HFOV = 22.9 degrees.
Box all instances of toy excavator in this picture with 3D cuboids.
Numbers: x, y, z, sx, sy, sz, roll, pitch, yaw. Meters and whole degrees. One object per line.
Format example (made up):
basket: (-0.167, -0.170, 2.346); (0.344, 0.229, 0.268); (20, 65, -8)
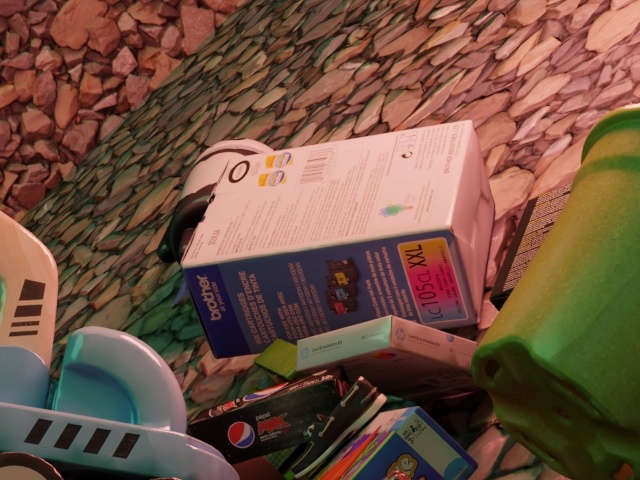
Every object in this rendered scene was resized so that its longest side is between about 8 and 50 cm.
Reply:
toy excavator: (-0.284, 0.143, 1.597); (0.222, 0.433, 0.445); (111, 169, -59)

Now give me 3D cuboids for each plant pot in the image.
plant pot: (0.272, 0.069, 1.355); (0.254, 0.276, 0.276); (-47, 22, -22)

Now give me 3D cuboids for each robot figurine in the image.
robot figurine: (-0.133, -0.040, 2.375); (0.209, 0.173, 0.278); (9, 34, 3)

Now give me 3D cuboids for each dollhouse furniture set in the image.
dollhouse furniture set: (-0.093, 0.224, 1.843); (0.197, 0.151, 0.301); (-46, 22, -13)

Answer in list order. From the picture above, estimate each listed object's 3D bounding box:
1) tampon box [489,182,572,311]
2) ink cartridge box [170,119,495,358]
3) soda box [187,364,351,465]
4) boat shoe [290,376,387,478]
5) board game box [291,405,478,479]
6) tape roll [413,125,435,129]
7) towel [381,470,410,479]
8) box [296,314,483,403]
tampon box: (0.268, 0.034, 1.653); (0.101, 0.120, 0.161); (-22, 29, 41)
ink cartridge box: (0.000, 0.000, 1.935); (0.395, 0.151, 0.270); (-7, 30, 16)
soda box: (-0.048, 0.185, 1.635); (0.169, 0.060, 0.053); (-19, 7, 15)
boat shoe: (0.011, 0.186, 1.569); (0.125, 0.038, 0.046); (-45, -2, 19)
board game box: (0.008, 0.275, 1.522); (0.233, 0.078, 0.347); (-46, 1, -13)
tape roll: (0.114, -0.064, 2.147); (0.189, 0.080, 0.189); (-34, 23, 17)
towel: (0.009, 0.373, 1.303); (0.329, 0.237, 0.037); (-37, 0, 9)
box: (0.089, 0.130, 1.689); (0.145, 0.186, 0.038); (-19, 63, 45)
